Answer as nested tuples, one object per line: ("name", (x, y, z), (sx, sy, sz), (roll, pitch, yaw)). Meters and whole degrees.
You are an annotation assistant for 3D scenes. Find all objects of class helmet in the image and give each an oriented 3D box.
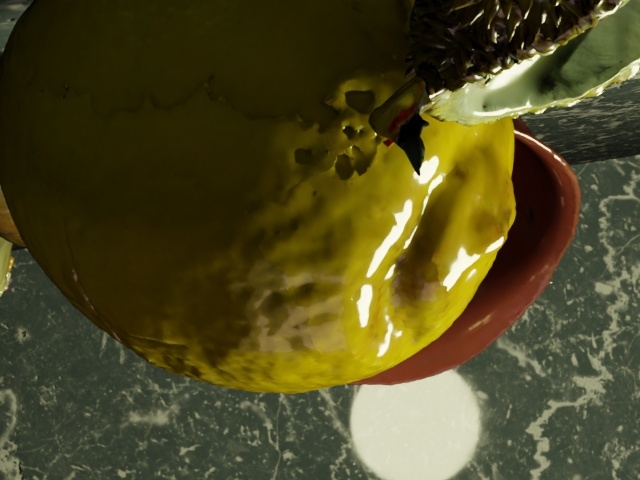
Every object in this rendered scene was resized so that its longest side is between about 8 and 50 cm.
("helmet", (0.042, -0.053, 1.124), (0.337, 0.230, 0.385), (-24, 146, 7))

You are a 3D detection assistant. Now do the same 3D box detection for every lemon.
("lemon", (-0.036, -0.053, 0.707), (0.297, 0.297, 0.297), (-9, 177, -1))

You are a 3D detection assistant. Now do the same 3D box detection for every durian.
("durian", (0.101, -0.144, 0.544), (0.237, 0.138, 0.193), (-36, 165, -3))

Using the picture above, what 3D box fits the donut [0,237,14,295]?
("donut", (-0.516, 0.009, 1.292), (0.371, 0.150, 0.307), (-2, -173, -36))

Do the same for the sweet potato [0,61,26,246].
("sweet potato", (-0.261, -0.069, 1.039), (0.157, 0.158, 0.369), (-9, 178, 1))
